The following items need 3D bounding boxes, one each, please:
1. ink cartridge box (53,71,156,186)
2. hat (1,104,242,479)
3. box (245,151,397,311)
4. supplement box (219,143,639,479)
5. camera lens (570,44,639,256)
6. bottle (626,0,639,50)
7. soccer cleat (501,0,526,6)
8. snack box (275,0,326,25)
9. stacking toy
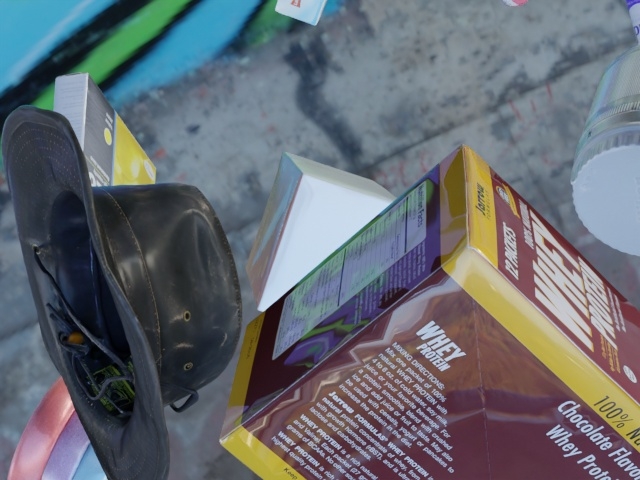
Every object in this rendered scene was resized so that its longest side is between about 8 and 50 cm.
[{"bbox_3d":[-0.345,-0.058,2.066,0.072,0.303,0.307,-9,61,10],"label":"ink cartridge box"},{"bbox_3d":[-0.140,0.041,1.039,0.134,0.331,0.331,-17,44,-23],"label":"hat"},{"bbox_3d":[0.000,0.000,2.026,0.345,0.168,0.215,-127,55,-79],"label":"box"},{"bbox_3d":[0.081,0.088,0.781,0.194,0.191,0.129,-41,18,23],"label":"supplement box"},{"bbox_3d":[0.484,-0.137,1.850,0.219,0.219,0.274,1,40,25],"label":"camera lens"},{"bbox_3d":[0.354,-0.244,1.266,0.092,0.283,0.118,-18,3,-23],"label":"bottle"},{"bbox_3d":[0.223,-0.334,1.231,0.083,0.095,0.248,18,65,51],"label":"soccer cleat"},{"bbox_3d":[0.025,-0.425,1.640,0.060,0.187,0.322,21,35,-2],"label":"snack box"},{"bbox_3d":[-0.230,0.278,1.278,0.130,0.279,0.309,24,96,5],"label":"stacking toy"}]
